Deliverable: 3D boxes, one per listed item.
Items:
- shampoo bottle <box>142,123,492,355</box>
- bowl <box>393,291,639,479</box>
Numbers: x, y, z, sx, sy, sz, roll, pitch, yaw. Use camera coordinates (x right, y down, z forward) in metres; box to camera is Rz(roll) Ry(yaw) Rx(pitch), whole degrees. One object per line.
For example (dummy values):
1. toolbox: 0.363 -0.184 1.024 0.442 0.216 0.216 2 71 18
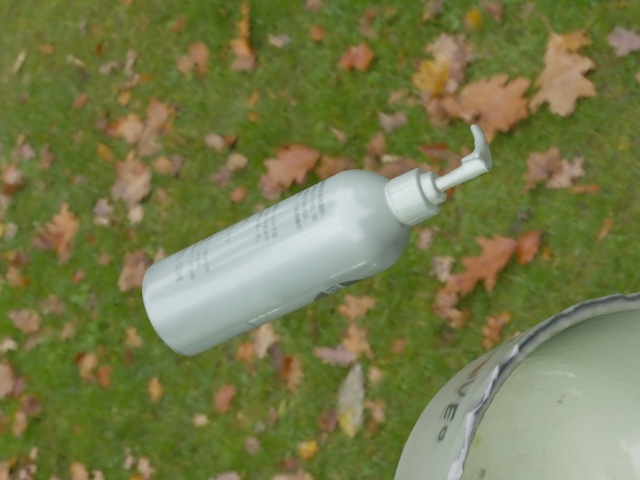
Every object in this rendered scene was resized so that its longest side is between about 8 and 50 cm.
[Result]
1. shampoo bottle: 0.000 0.000 0.675 0.195 0.056 0.056 -25 54 26
2. bowl: 0.116 0.133 0.608 0.112 0.211 0.211 -18 56 62
